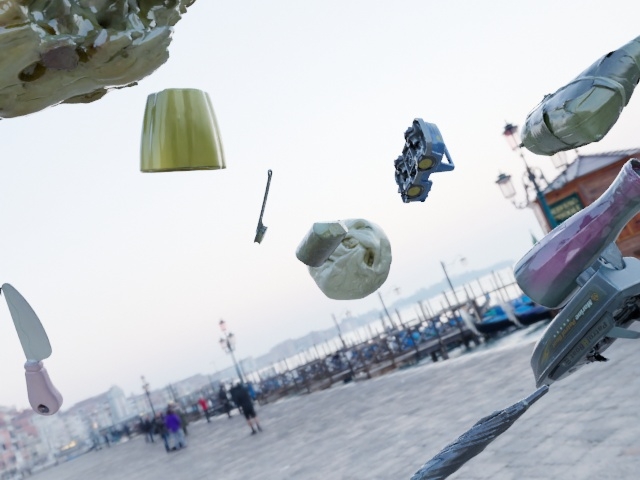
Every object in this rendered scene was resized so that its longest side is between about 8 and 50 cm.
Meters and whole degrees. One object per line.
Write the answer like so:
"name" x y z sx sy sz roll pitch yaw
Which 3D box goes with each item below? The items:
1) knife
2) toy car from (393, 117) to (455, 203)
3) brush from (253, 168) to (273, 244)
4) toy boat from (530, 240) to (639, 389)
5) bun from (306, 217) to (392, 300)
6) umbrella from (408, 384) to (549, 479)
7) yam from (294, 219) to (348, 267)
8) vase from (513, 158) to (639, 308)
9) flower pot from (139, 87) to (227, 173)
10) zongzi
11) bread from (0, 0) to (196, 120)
"knife" -0.617 0.242 1.253 0.081 0.336 0.043 1 27 5
"toy car" 0.221 -0.165 1.232 0.100 0.097 0.191 -3 -37 -13
"brush" -0.147 -0.085 1.545 0.266 0.027 0.062 107 -175 -47
"toy boat" 0.340 0.122 0.744 0.093 0.103 0.246 -14 -39 -30
"bun" 0.070 0.035 1.436 0.231 0.231 0.133 -22 -28 -3
"umbrella" 0.092 0.205 0.496 0.269 0.044 0.044 -28 12 -12
"yam" 0.000 0.000 1.118 0.069 0.070 0.146 -16 -24 -34
"vase" 0.348 -0.007 0.754 0.086 0.086 0.214 -14 -34 -41
"flower pot" -0.313 -0.243 1.308 0.195 0.179 0.195 -3 4 0
"zongzi" 0.246 -0.134 0.540 0.119 0.055 0.109 -51 7 -9
"bread" -0.224 -0.302 0.583 0.314 0.370 0.191 -21 -22 -2
